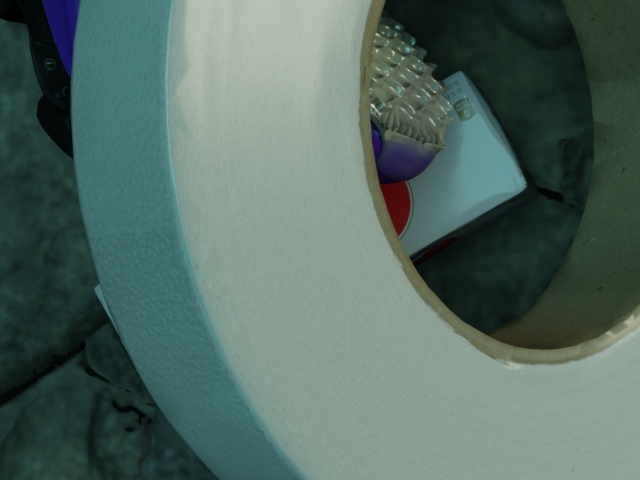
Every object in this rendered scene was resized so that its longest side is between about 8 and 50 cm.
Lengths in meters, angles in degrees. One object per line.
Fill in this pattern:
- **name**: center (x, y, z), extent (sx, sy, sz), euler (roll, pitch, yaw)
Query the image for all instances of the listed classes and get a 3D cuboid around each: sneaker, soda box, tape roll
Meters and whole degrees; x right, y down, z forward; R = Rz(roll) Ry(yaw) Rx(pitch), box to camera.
- **sneaker**: center (-0.063, -0.085, 0.894), extent (0.293, 0.102, 0.146), euler (42, 107, 34)
- **soda box**: center (0.000, 0.000, 0.914), extent (0.216, 0.074, 0.069), euler (-31, 83, 9)
- **tape roll**: center (0.076, -0.050, 0.771), extent (0.072, 0.392, 0.392), euler (-1, 89, 51)
